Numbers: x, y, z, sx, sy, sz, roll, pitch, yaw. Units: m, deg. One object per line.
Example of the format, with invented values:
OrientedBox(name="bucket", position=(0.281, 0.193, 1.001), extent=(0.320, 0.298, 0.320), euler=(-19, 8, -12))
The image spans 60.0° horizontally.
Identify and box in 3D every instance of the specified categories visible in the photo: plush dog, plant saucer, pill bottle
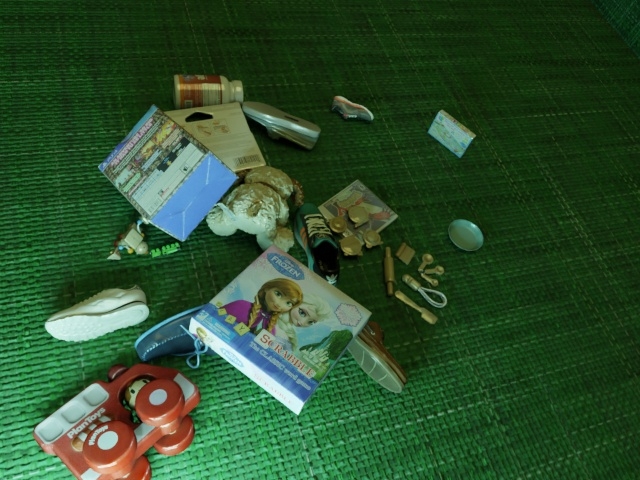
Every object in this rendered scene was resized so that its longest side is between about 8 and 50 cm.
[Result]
OrientedBox(name="plush dog", position=(-0.168, -0.119, 1.565), extent=(0.262, 0.210, 0.225), euler=(19, 53, -1))
OrientedBox(name="plant saucer", position=(0.463, -0.013, 1.780), extent=(0.119, 0.021, 0.119), euler=(7, 56, -11))
OrientedBox(name="pill bottle", position=(-0.365, -0.475, 1.800), extent=(0.216, 0.121, 0.121), euler=(-4, 59, -18))

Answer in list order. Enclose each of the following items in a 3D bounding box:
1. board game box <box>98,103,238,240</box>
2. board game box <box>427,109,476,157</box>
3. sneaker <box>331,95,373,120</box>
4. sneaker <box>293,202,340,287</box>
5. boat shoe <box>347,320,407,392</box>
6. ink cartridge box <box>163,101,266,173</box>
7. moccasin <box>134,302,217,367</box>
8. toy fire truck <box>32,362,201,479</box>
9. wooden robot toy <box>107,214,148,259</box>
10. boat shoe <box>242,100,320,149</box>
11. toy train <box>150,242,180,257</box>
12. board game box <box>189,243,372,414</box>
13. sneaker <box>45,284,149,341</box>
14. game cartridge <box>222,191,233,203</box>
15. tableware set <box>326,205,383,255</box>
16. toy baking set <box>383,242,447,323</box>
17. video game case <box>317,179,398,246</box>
OrientedBox(name="board game box", position=(-0.407, -0.182, 1.477), extent=(0.232, 0.141, 0.291), euler=(-49, 57, -2))
OrientedBox(name="board game box", position=(0.466, -0.379, 1.973), extent=(0.154, 0.103, 0.026), euler=(42, 57, 13))
OrientedBox(name="sneaker", position=(0.109, -0.451, 1.965), extent=(0.158, 0.061, 0.065), euler=(25, 81, 3))
OrientedBox(name="sneaker", position=(0.000, 0.000, 1.585), extent=(0.108, 0.121, 0.302), euler=(-6, 59, -19))
OrientedBox(name="boat shoe", position=(0.124, 0.258, 1.454), extent=(0.307, 0.110, 0.104), euler=(44, 58, 15))
OrientedBox(name="ink cartridge box", position=(-0.350, -0.291, 1.709), extent=(0.296, 0.066, 0.261), euler=(-14, 66, -23))
OrientedBox(name="moccasin", position=(-0.272, 0.224, 1.357), extent=(0.342, 0.137, 0.117), euler=(-20, 69, -25))
OrientedBox(name="toy fire truck", position=(-0.430, 0.383, 1.206), extent=(0.254, 0.169, 0.302), euler=(29, 52, 28))
OrientedBox(name="wooden robot toy", position=(-0.498, 0.004, 1.497), extent=(0.079, 0.076, 0.173), euler=(46, 49, -27))
OrientedBox(name="boat shoe", position=(-0.135, -0.374, 1.818), extent=(0.267, 0.088, 0.096), euler=(18, 31, -10))
OrientedBox(name="toy train", position=(-0.423, 0.028, 1.517), extent=(0.083, 0.017, 0.023), euler=(-18, 73, -25))
OrientedBox(name="board game box", position=(-0.087, 0.195, 1.330), extent=(0.319, 0.066, 0.318), euler=(34, 47, 11))
OrientedBox(name="sneaker", position=(-0.546, 0.174, 1.357), extent=(0.235, 0.090, 0.095), euler=(-10, 48, -25))
OrientedBox(name="game cartridge", position=(-0.253, -0.120, 1.661), extent=(0.056, 0.017, 0.083), euler=(39, 56, 16))
OrientedBox(name="tableware set", position=(0.103, -0.029, 1.667), extent=(0.141, 0.020, 0.168), euler=(-18, 65, -23))
OrientedBox(name="toy baking set", position=(0.280, 0.117, 1.639), extent=(0.197, 0.030, 0.256), euler=(12, 55, -8))
OrientedBox(name="video game case", position=(0.115, -0.083, 1.731), extent=(0.183, 0.023, 0.201), euler=(44, 57, 15))
